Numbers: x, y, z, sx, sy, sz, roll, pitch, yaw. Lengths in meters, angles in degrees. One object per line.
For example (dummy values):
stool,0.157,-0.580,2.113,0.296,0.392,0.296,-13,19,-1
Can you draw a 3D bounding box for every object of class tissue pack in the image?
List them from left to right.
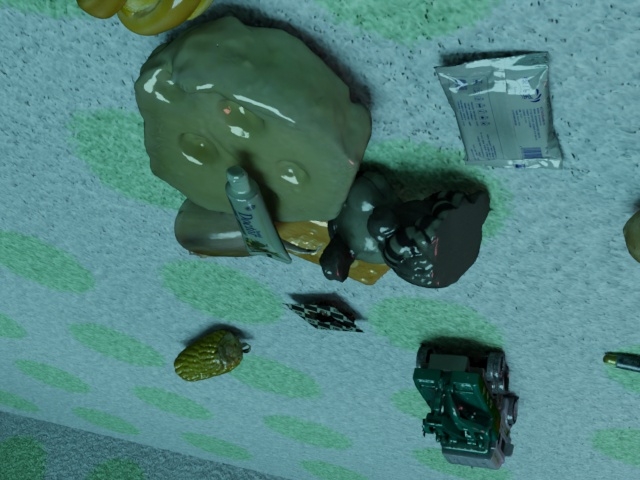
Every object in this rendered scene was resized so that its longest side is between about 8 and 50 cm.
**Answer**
tissue pack,0.210,-0.141,0.938,0.123,0.026,0.193,3,149,24

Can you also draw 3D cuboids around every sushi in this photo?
sushi,0.010,0.139,1.566,0.126,0.026,0.120,-1,150,39

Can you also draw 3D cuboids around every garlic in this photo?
garlic,-0.131,-0.018,1.248,0.148,0.128,0.266,-5,-171,-38

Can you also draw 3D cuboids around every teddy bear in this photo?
teddy bear,0.085,-0.014,1.105,0.251,0.171,0.144,9,132,28

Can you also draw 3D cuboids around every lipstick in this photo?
lipstick,0.544,0.213,1.390,0.116,0.037,0.037,10,152,22

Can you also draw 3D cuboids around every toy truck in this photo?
toy truck,0.282,0.332,1.607,0.177,0.178,0.363,2,151,26

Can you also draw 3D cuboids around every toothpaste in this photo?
toothpaste,-0.085,-0.027,1.072,0.067,0.037,0.255,11,157,12

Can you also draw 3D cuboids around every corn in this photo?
corn,-0.264,0.272,1.894,0.106,0.106,0.293,29,153,-21

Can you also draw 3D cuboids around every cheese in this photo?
cheese,-0.095,-0.138,1.024,0.326,0.115,0.318,-6,145,37

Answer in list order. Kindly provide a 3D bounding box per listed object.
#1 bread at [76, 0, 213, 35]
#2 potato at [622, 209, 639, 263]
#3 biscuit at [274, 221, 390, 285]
bread,-0.236,-0.312,0.782,0.311,0.121,0.173,32,148,-28
potato,0.442,-0.003,0.977,0.147,0.112,0.112,-15,139,35
biscuit,0.000,0.001,1.311,0.250,0.030,0.160,23,152,-9
